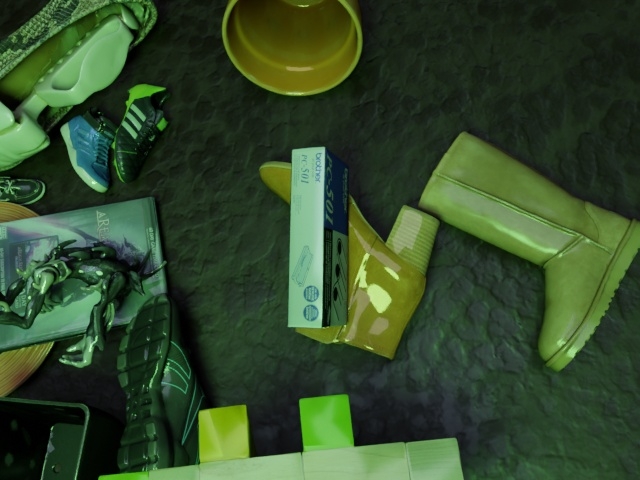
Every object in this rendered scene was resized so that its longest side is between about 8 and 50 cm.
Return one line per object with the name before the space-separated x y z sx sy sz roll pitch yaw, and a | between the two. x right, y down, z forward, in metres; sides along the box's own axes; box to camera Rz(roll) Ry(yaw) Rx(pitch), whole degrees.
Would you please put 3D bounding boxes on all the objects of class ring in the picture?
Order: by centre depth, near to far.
ring | -0.546 0.098 0.892 0.336 0.032 0.337 -4 71 11

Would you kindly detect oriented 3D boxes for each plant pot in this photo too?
plant pot | -0.349 0.302 0.717 0.187 0.167 0.188 1 72 12
plant pot | -0.035 -0.364 0.865 0.205 0.205 0.188 -2 57 10

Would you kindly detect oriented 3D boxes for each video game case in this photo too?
video game case | -0.374 0.048 0.844 0.274 0.026 0.196 -11 70 -7

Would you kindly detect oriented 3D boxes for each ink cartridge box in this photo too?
ink cartridge box | 0.000 0.000 0.684 0.046 0.097 0.207 -2 84 20

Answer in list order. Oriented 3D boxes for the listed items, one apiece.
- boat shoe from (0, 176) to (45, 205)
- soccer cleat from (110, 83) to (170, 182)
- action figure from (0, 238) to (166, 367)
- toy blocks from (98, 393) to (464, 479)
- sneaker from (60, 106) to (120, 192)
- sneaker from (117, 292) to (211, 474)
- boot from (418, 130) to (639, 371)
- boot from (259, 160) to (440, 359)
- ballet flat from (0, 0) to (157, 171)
boat shoe | -0.525 -0.086 0.942 0.125 0.038 0.046 1 73 11
soccer cleat | -0.290 -0.178 0.917 0.072 0.060 0.179 2 70 10
action figure | -0.348 0.075 0.749 0.164 0.275 0.141 35 117 37
toy blocks | -0.005 0.285 0.621 0.381 0.261 0.191 -7 69 1
sneaker | -0.364 -0.156 0.923 0.084 0.058 0.152 -36 63 7
sneaker | -0.209 0.204 0.761 0.101 0.106 0.268 -22 59 31
boot | 0.250 0.007 0.745 0.269 0.089 0.236 31 73 19
boot | 0.001 0.024 0.776 0.295 0.104 0.211 22 85 22
ballet flat | -0.451 -0.251 0.908 0.182 0.164 0.483 35 78 28
